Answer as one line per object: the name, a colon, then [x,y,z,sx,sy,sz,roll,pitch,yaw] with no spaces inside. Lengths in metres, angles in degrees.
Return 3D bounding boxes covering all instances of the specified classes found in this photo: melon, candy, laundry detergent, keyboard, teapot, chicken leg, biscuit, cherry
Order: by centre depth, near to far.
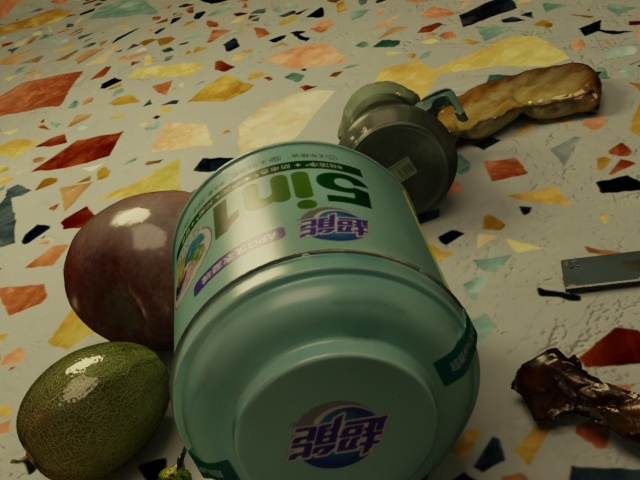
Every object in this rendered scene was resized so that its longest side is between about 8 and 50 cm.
chicken leg: [0.309,0.163,0.828,0.304,0.093,0.113,10,52,43]
laundry detergent: [-0.005,0.091,0.888,0.287,0.287,0.305,-16,31,1]
candy: [-0.142,0.225,0.910,0.035,0.123,0.035,-11,53,-26]
melon: [-0.255,0.191,0.991,0.192,0.139,0.139,-35,36,-28]
keyboard: [0.376,0.032,1.057,0.176,0.014,0.055,-8,34,14]
cherry: [-0.200,0.025,1.156,0.239,0.206,0.239,-23,31,15]
teapot: [0.117,-0.149,1.319,0.203,0.171,0.225,-25,25,10]
biscuit: [0.305,-0.221,1.453,0.299,0.045,0.154,-15,32,5]
